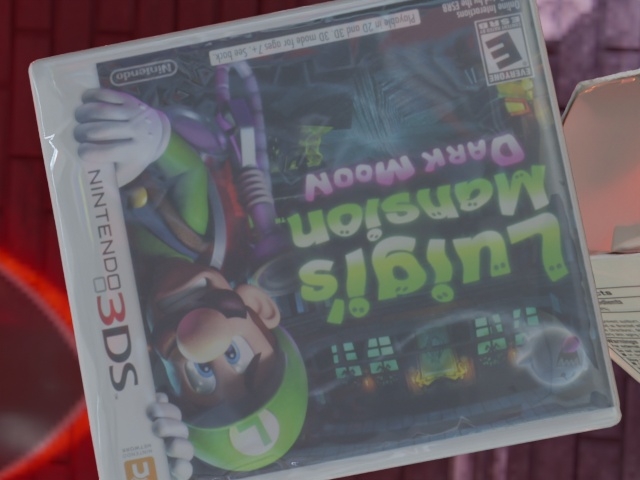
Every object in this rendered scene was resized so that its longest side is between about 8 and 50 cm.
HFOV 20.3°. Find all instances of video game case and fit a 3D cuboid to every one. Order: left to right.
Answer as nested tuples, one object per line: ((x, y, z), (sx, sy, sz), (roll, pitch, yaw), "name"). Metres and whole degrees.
((0.000, 0.000, 0.656), (0.022, 0.190, 0.173), (67, -168, -84), "video game case")

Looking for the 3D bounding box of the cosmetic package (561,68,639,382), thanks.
((0.262, 0.036, 1.002), (0.296, 0.153, 0.129), (39, -114, -30), "cosmetic package")
